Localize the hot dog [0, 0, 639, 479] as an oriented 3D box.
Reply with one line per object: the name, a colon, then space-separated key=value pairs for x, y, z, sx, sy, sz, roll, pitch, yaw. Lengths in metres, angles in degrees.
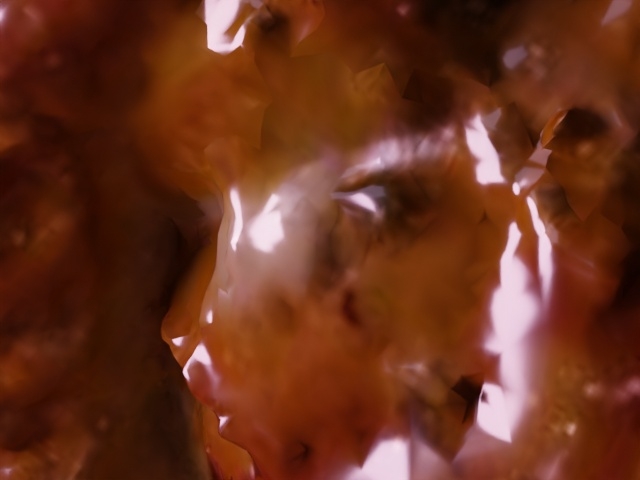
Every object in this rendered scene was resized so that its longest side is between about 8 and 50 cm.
hot dog: x=0.055 y=-0.038 z=0.410 sx=0.387 sy=0.267 sz=0.174 roll=-51 pitch=-5 yaw=8
